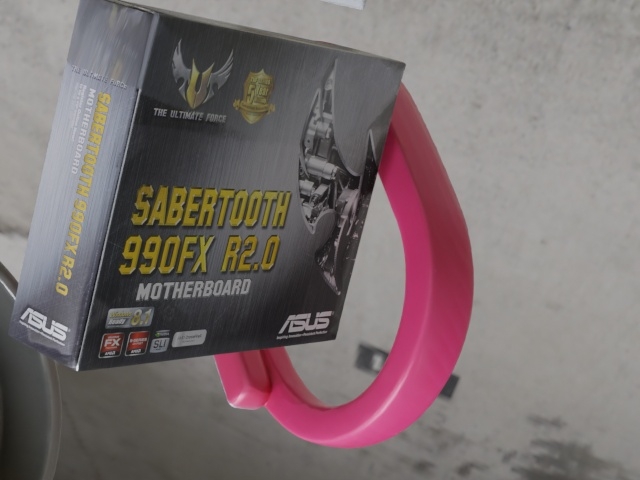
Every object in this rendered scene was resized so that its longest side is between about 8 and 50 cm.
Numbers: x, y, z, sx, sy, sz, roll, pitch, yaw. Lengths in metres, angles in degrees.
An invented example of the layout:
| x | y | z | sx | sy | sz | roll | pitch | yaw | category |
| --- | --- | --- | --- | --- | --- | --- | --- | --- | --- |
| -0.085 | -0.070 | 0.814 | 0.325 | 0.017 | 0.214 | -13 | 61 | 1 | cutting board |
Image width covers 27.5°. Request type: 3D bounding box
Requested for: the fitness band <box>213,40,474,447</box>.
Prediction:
| x | y | z | sx | sy | sz | roll | pitch | yaw | category |
| --- | --- | --- | --- | --- | --- | --- | --- | --- | --- |
| 0.000 | 0.000 | 0.888 | 0.054 | 0.290 | 0.209 | 16 | 134 | -44 | fitness band |

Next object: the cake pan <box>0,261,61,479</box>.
| x | y | z | sx | sy | sz | roll | pitch | yaw | category |
| --- | --- | --- | --- | --- | --- | --- | --- | --- | --- |
| -0.309 | 0.125 | 0.890 | 0.054 | 0.293 | 0.293 | -5 | 141 | 41 | cake pan |

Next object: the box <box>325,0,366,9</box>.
| x | y | z | sx | sy | sz | roll | pitch | yaw | category |
| --- | --- | --- | --- | --- | --- | --- | --- | --- | --- |
| 0.004 | -0.267 | 1.104 | 0.102 | 0.101 | 0.087 | 15 | 151 | 8 | box |

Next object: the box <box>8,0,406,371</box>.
| x | y | z | sx | sy | sz | roll | pitch | yaw | category |
| --- | --- | --- | --- | --- | --- | --- | --- | --- | --- |
| -0.053 | -0.029 | 0.732 | 0.056 | 0.183 | 0.231 | 21 | -168 | 33 | box |
